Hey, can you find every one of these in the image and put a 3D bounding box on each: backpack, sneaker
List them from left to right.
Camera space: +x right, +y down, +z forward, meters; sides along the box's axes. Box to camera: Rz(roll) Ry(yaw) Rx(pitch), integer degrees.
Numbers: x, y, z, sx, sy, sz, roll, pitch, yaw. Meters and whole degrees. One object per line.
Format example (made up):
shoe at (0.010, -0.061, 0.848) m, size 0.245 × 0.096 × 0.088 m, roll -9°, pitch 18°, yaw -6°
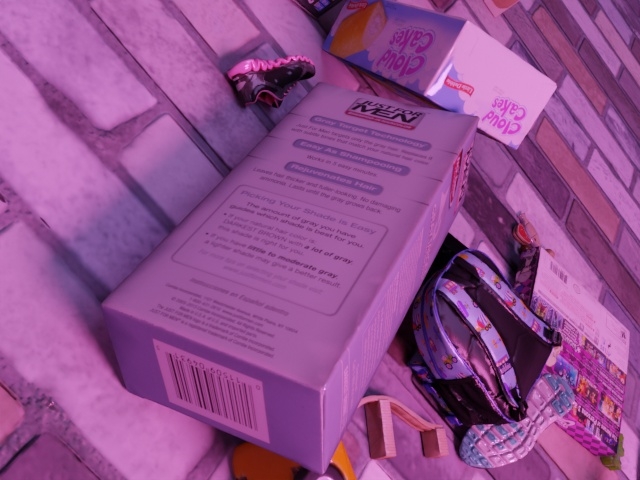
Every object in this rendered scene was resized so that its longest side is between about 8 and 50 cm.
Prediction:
sneaker at (-0.051, -0.181, 0.787) m, size 0.119 × 0.047 × 0.057 m, roll -18°, pitch 89°, yaw -38°
backpack at (0.171, 0.106, 0.781) m, size 0.173 × 0.117 × 0.158 m, roll 52°, pitch 50°, yaw -10°
sneaker at (0.233, 0.228, 0.821) m, size 0.166 × 0.076 × 0.065 m, roll -24°, pitch 64°, yaw -22°

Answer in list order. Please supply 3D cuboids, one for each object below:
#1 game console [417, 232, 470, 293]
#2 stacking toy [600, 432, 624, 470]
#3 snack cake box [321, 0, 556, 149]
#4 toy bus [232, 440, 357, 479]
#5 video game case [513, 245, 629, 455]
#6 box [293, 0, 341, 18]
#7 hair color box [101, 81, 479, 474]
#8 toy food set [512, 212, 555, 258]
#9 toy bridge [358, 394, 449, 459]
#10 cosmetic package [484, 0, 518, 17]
game console at (0.156, 0.033, 0.884) m, size 0.122 × 0.071 × 0.107 m, roll 35°, pitch 80°, yaw -23°
stacking toy at (0.428, 0.319, 0.875) m, size 0.052 × 0.167 × 0.221 m, roll 48°, pitch 47°, yaw -12°
snack cake box at (0.131, -0.212, 0.821) m, size 0.152 × 0.089 × 0.264 m, roll 23°, pitch 12°, yaw -33°
toy bus at (0.026, 0.321, 0.555) m, size 0.130 × 0.108 × 0.333 m, roll 2°, pitch 69°, yaw -42°
video game case at (0.352, 0.157, 0.968) m, size 0.232 × 0.042 × 0.210 m, roll 38°, pitch 53°, yaw -22°
box at (0.092, -0.466, 0.854) m, size 0.079 × 0.322 × 0.257 m, roll 32°, pitch 51°, yaw -35°
hair color box at (0.000, 0.000, 0.624) m, size 0.185 × 0.114 × 0.374 m, roll 17°, pitch 45°, yaw 19°
toy food set at (0.333, 0.019, 1.043) m, size 0.078 × 0.019 × 0.122 m, roll -35°, pitch 94°, yaw -45°
toy bridge at (0.063, 0.195, 0.710) m, size 0.188 × 0.026 × 0.063 m, roll 13°, pitch 60°, yaw -38°
cosmetic package at (0.361, -0.463, 1.240) m, size 0.041 × 0.115 × 0.060 m, roll 52°, pitch 45°, yaw -9°
